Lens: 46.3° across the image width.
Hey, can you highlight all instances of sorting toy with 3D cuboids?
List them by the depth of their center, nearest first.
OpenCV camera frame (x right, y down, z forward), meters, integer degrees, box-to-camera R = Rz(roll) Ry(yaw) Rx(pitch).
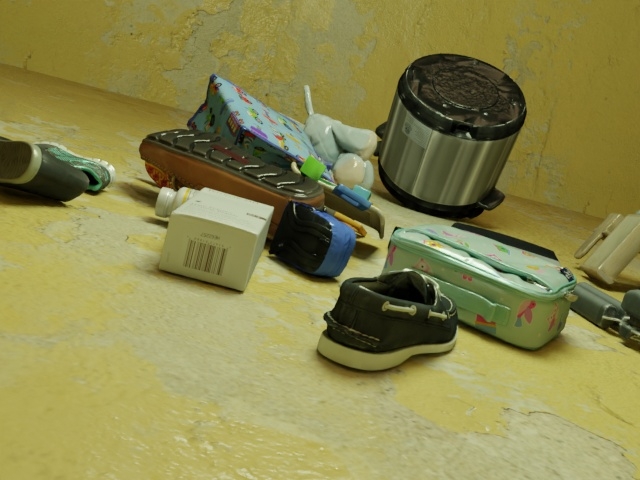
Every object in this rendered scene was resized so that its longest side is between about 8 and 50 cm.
[{"bbox_3d":[0.041,-0.081,1.382,0.196,0.047,0.347,30,-6,8],"label":"sorting toy"}]

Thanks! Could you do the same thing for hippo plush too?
[{"bbox_3d":[0.017,-0.197,1.963,0.294,0.234,0.236,37,-11,24],"label":"hippo plush"}]

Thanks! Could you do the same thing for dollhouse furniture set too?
[{"bbox_3d":[0.802,0.120,1.749,0.355,0.174,0.303,42,3,-4],"label":"dollhouse furniture set"}]

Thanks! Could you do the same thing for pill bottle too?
[{"bbox_3d":[-0.199,-0.047,1.184,0.116,0.065,0.065,15,12,-2],"label":"pill bottle"}]

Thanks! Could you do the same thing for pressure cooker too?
[{"bbox_3d":[0.351,-0.275,2.145,0.376,0.420,0.369,4,46,-9],"label":"pressure cooker"}]

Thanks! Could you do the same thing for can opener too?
[{"bbox_3d":[0.514,0.115,1.304,0.074,0.093,0.280,11,8,-15],"label":"can opener"}]

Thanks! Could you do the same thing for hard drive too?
[{"bbox_3d":[0.400,0.023,1.647,0.255,0.054,0.172,17,13,9],"label":"hard drive"}]

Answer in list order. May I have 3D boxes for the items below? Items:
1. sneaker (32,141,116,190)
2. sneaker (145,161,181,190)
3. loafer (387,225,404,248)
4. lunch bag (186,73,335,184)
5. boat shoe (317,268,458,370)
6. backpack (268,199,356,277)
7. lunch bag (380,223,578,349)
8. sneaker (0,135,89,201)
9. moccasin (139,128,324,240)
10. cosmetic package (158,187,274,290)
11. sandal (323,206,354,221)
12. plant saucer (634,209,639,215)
[{"bbox_3d":[-0.429,-0.121,1.250,0.167,0.065,0.076,12,16,-11],"label":"sneaker"},{"bbox_3d":[-0.267,-0.120,1.470,0.175,0.064,0.067,28,10,8],"label":"sneaker"},{"bbox_3d":[0.167,0.010,1.403,0.061,0.062,0.170,20,13,-2],"label":"loafer"},{"bbox_3d":[-0.095,-0.193,1.533,0.293,0.138,0.221,14,31,-35],"label":"lunch bag"},{"bbox_3d":[0.104,0.081,0.902,0.114,0.091,0.302,20,13,22],"label":"boat shoe"},{"bbox_3d":[0.000,0.000,1.139,0.101,0.098,0.120,10,11,-40],"label":"backpack"},{"bbox_3d":[0.245,0.061,1.140,0.279,0.107,0.224,22,13,28],"label":"lunch bag"},{"bbox_3d":[-0.462,-0.104,1.134,0.222,0.083,0.118,15,-9,33],"label":"sneaker"},{"bbox_3d":[-0.165,-0.092,1.305,0.380,0.147,0.139,24,28,19],"label":"moccasin"},{"bbox_3d":[-0.137,-0.009,1.039,0.117,0.085,0.231,15,13,-3],"label":"cosmetic package"},{"bbox_3d":[-0.022,-0.080,1.574,0.219,0.060,0.090,11,12,-22],"label":"sandal"},{"bbox_3d":[0.911,0.038,1.715,0.400,0.100,0.400,41,3,-2],"label":"plant saucer"}]
